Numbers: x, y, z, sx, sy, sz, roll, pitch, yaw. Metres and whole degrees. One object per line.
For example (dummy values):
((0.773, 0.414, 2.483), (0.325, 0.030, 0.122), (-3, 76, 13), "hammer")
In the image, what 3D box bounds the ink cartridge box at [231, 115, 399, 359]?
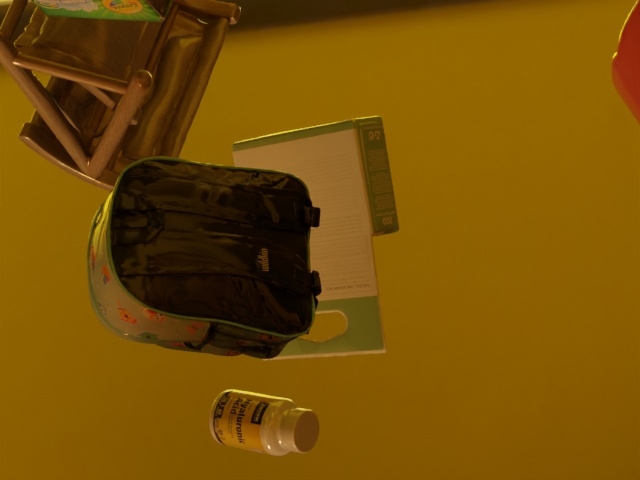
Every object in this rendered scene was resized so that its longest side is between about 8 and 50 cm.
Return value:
((0.000, 0.000, 1.437), (0.056, 0.171, 0.235), (-12, 94, -51), "ink cartridge box")

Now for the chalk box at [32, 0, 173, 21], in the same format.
((-0.189, -0.267, 1.149), (0.213, 0.132, 0.132), (45, 58, -55), "chalk box")

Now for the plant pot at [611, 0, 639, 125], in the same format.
((0.364, -0.105, 1.013), (0.243, 0.275, 0.275), (51, -20, 27), "plant pot")

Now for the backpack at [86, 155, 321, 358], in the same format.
((-0.111, 0.017, 1.210), (0.144, 0.188, 0.166), (-32, -127, 54), "backpack")

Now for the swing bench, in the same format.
((-0.196, -0.213, 1.394), (0.254, 0.165, 0.253), (97, 11, -65), "swing bench")

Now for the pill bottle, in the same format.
((-0.061, 0.203, 1.537), (0.065, 0.116, 0.065), (-8, 100, -53), "pill bottle")
